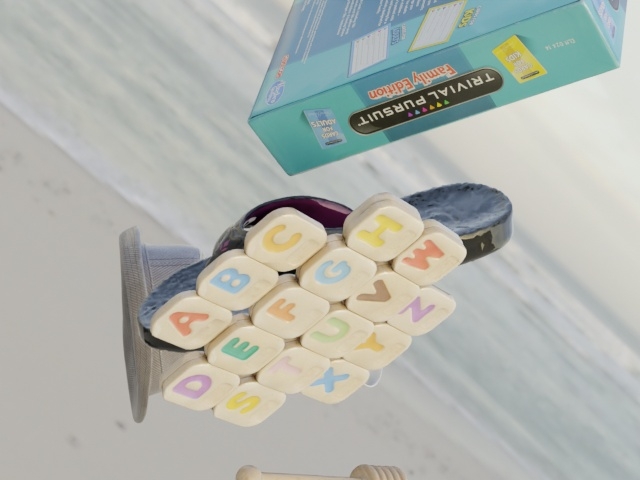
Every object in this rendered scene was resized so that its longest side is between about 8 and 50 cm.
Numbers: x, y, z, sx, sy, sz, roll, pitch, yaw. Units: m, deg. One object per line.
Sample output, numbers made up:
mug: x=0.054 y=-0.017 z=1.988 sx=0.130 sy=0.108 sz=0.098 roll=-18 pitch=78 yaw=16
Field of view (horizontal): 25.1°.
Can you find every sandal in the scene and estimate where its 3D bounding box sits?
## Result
sandal: x=0.000 y=-0.001 z=1.541 sx=0.167 sy=0.445 sz=0.107 roll=35 pitch=-41 yaw=54

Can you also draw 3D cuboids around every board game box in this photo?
board game box: x=0.116 y=-0.211 z=1.325 sx=0.079 sy=0.336 sz=0.254 roll=52 pitch=37 yaw=-32

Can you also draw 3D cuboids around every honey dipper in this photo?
honey dipper: x=0.001 y=0.174 z=1.021 sx=0.160 sy=0.030 sz=0.030 roll=11 pitch=28 yaw=-46

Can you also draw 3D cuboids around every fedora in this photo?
fedora: x=-0.200 y=0.105 z=1.921 sx=0.244 sy=0.124 sz=0.275 roll=-108 pitch=-164 yaw=-50

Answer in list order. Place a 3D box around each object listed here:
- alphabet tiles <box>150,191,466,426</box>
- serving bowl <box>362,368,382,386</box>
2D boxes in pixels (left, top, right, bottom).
alphabet tiles: x=-0.007 y=0.071 z=1.295 sx=0.278 sy=0.284 sz=0.021 roll=29 pitch=27 yaw=-47
serving bowl: x=0.039 y=0.121 z=1.577 sx=0.083 sy=0.027 sz=0.083 roll=31 pitch=54 yaw=-56
